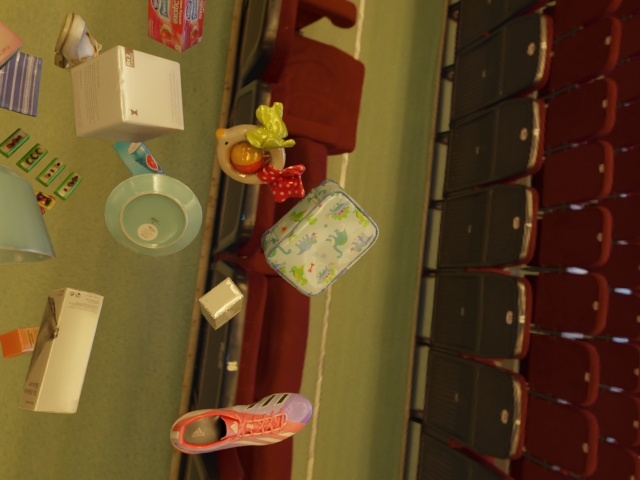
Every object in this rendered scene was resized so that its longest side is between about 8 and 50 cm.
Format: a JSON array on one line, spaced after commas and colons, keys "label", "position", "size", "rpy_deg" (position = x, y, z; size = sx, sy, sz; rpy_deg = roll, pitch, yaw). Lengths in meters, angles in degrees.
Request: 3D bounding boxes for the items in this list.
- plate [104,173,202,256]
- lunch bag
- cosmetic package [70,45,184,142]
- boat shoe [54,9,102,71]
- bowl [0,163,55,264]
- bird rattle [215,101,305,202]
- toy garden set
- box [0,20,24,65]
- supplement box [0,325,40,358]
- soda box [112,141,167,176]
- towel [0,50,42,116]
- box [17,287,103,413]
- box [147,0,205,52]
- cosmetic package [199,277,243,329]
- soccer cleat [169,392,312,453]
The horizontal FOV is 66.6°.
[{"label": "plate", "position": [-0.334, -0.043, 0.978], "size": [0.188, 0.024, 0.188], "rpy_deg": [-8, 122, -12]}, {"label": "lunch bag", "position": [0.000, 0.000, 1.011], "size": [0.219, 0.090, 0.176], "rpy_deg": [-44, 120, 7]}, {"label": "cosmetic package", "position": [-0.414, -0.304, 1.048], "size": [0.151, 0.183, 0.151], "rpy_deg": [-6, 93, -54]}, {"label": "boat shoe", "position": [-0.634, -0.512, 1.287], "size": [0.103, 0.302, 0.113], "rpy_deg": [21, 86, -28]}, {"label": "bowl", "position": [-0.643, -0.050, 0.866], "size": [0.311, 0.311, 0.163], "rpy_deg": [5, 79, -37]}, {"label": "bird rattle", "position": [-0.142, -0.202, 1.166], "size": [0.253, 0.206, 0.143], "rpy_deg": [84, 9, -56]}, {"label": "toy garden set", "position": [-0.907, -0.218, 1.545], "size": [0.244, 0.049, 0.204], "rpy_deg": [44, 41, -27]}, {"label": "box", "position": [-0.768, -0.428, 0.984], "size": [0.232, 0.126, 0.149], "rpy_deg": [45, 42, -33]}, {"label": "supplement box", "position": [-0.886, 0.314, 1.541], "size": [0.233, 0.080, 0.078], "rpy_deg": [29, 42, -78]}, {"label": "soda box", "position": [-0.511, -0.208, 1.427], "size": [0.071, 0.067, 0.210], "rpy_deg": [-34, 91, 2]}, {"label": "towel", "position": [-0.987, -0.505, 1.394], "size": [0.336, 0.040, 0.243], "rpy_deg": [15, 53, -42]}, {"label": "box", "position": [-0.605, 0.256, 1.140], "size": [0.094, 0.113, 0.275], "rpy_deg": [25, 62, -44]}, {"label": "box", "position": [-0.432, -0.725, 1.468], "size": [0.128, 0.257, 0.123], "rpy_deg": [27, 44, 5]}, {"label": "cosmetic package", "position": [-0.163, 0.106, 0.802], "size": [0.060, 0.115, 0.041], "rpy_deg": [-38, 82, -19]}, {"label": "soccer cleat", "position": [-0.126, 0.312, 0.825], "size": [0.248, 0.095, 0.083], "rpy_deg": [-2, 75, -18]}]
